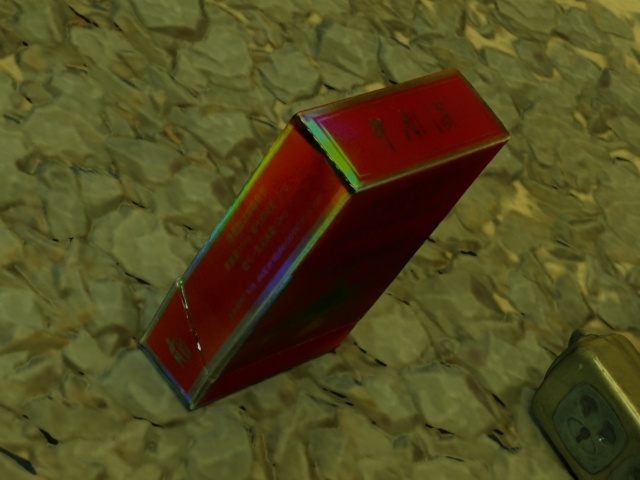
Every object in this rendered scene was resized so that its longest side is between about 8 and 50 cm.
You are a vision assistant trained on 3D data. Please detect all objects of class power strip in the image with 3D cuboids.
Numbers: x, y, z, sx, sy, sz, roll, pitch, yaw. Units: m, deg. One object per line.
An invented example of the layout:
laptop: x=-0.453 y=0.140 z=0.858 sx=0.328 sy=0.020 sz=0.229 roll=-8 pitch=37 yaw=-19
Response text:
power strip: x=0.203 y=0.169 z=0.918 sx=0.044 sy=0.064 sz=0.305 roll=-15 pitch=61 yaw=-39

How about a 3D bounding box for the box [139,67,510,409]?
box: x=-0.001 y=-0.001 z=0.859 sx=0.112 sy=0.175 sz=0.048 roll=-20 pitch=66 yaw=-44
